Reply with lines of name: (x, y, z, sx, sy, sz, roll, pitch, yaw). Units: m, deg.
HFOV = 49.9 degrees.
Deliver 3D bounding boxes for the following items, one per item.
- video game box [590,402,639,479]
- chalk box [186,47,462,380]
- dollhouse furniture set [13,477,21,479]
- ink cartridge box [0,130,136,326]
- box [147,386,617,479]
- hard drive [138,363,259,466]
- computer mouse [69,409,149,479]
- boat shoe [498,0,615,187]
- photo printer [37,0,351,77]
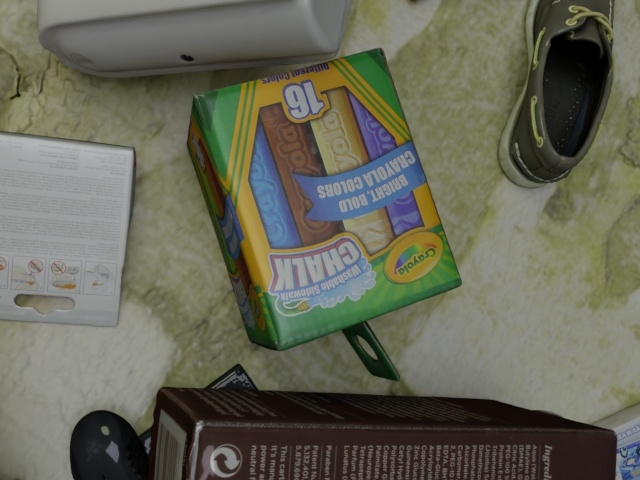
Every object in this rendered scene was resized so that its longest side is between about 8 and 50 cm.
video game box: (0.334, 0.303, 0.775, 0.205, 0.048, 0.187, -17, 90, -15)
chalk box: (0.000, 0.000, 0.657, 0.179, 0.180, 0.289, -17, 87, -15)
dollhouse furniture set: (-0.275, 0.285, 0.576, 0.123, 0.144, 0.151, -53, 134, -13)
ink cartridge box: (-0.261, -0.011, 0.676, 0.145, 0.045, 0.179, 6, 101, -14)
box: (0.050, 0.215, 0.617, 0.381, 0.191, 0.143, 5, 84, -20)
hard drive: (-0.109, 0.201, 0.688, 0.135, 0.022, 0.094, -35, 93, -15)
computer mouse: (-0.175, 0.275, 0.642, 0.071, 0.041, 0.242, -20, 93, 2)
boat shoe: (0.293, -0.211, 0.799, 0.109, 0.091, 0.305, 19, 80, -11)
photo printer: (-0.115, -0.277, 0.629, 0.307, 0.107, 0.256, 3, 72, 25)
